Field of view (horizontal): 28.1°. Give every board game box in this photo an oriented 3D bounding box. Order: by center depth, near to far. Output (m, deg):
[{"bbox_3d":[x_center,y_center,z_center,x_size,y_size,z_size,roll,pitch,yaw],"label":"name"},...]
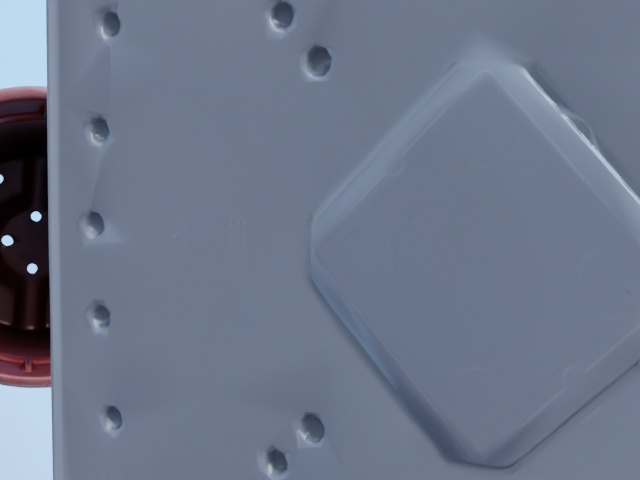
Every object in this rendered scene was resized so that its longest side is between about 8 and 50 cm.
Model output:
[{"bbox_3d":[0.066,0.007,0.446,0.390,0.050,0.389,6,-80,31],"label":"board game box"}]

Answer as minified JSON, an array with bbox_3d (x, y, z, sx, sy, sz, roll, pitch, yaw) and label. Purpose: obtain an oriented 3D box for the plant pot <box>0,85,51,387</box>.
[{"bbox_3d":[-0.285,0.000,1.273,0.272,0.272,0.265,60,-13,-6],"label":"plant pot"}]
